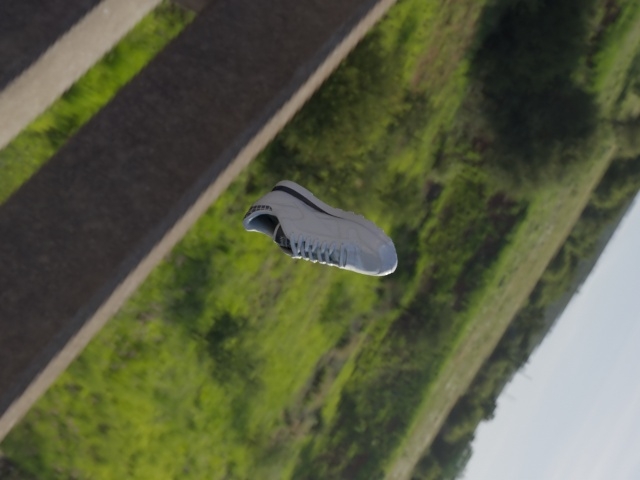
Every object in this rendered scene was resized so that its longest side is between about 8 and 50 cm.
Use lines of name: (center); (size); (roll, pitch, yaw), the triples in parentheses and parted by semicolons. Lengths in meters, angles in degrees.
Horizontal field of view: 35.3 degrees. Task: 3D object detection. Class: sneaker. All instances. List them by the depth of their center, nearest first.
sneaker: (0.000, 0.000, 1.461); (0.095, 0.235, 0.090); (-40, 146, -44)
